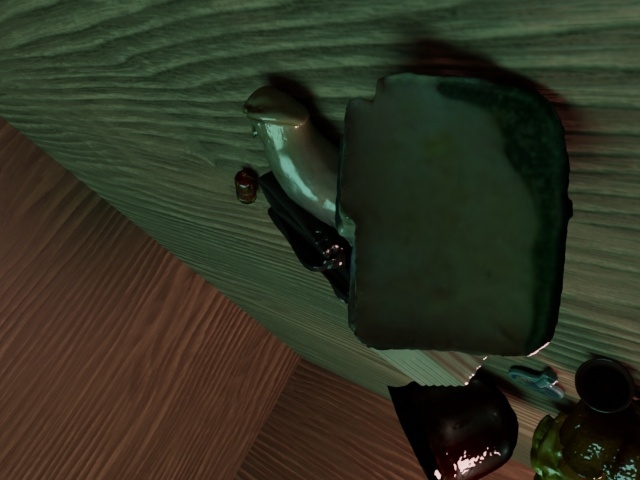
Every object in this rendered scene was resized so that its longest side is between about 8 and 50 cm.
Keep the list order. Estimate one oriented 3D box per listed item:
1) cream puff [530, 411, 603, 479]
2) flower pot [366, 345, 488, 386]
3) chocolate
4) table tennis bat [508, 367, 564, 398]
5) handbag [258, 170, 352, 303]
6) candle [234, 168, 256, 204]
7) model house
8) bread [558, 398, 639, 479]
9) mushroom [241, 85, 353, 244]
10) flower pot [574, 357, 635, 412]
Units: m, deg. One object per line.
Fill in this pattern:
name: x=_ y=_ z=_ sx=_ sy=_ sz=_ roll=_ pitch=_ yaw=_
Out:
cream puff: x=0.706 y=0.617 z=1.528 sx=0.257 sy=0.291 sz=0.324 roll=49 pitch=-172 yaw=17
flower pot: x=0.226 y=0.170 z=1.133 sx=0.189 sy=0.209 sz=0.239 roll=38 pitch=146 yaw=-24
chocolate: x=0.441 y=0.576 z=1.712 sx=0.384 sy=0.331 sz=0.384 roll=62 pitch=-174 yaw=-11
table tennis bat: x=0.580 y=0.375 z=1.437 sx=0.149 sy=0.038 sz=0.237 roll=27 pitch=165 yaw=15
handbag: x=0.000 y=0.000 z=1.103 sx=0.257 sy=0.113 sz=0.285 roll=53 pitch=178 yaw=36
candle: x=-0.173 y=-0.128 z=1.262 sx=0.052 sy=0.052 sz=0.131 roll=30 pitch=162 yaw=3
model house: x=0.133 y=-0.020 z=0.689 sx=0.243 sy=0.299 sz=0.284 roll=4 pitch=174 yaw=-3
bread: x=0.650 y=0.431 z=1.170 sx=0.232 sy=0.246 sz=0.135 roll=19 pitch=115 yaw=21
mushroom: x=0.032 y=-0.095 z=0.903 sx=0.397 sy=0.126 sz=0.177 roll=36 pitch=160 yaw=-11
flower pot: x=0.596 y=0.304 z=1.131 sx=0.111 sy=0.111 sz=0.089 roll=16 pitch=172 yaw=39
